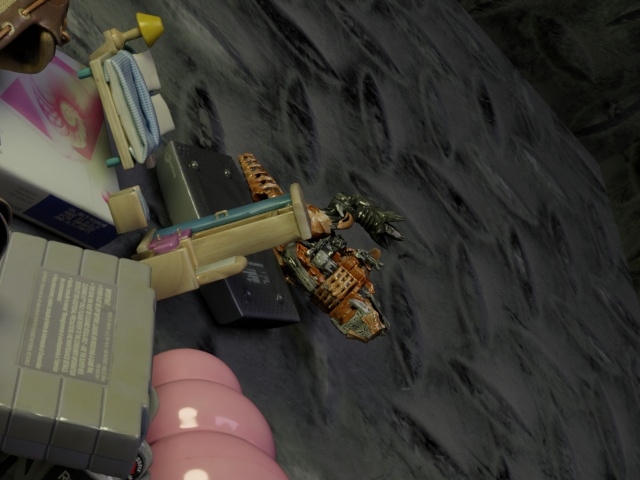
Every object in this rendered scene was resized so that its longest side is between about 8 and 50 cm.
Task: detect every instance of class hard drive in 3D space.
[{"bbox_3d":[-0.125,-0.001,2.162,0.172,0.054,0.255,11,53,-62],"label":"hard drive"}]

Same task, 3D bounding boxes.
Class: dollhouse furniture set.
[{"bbox_3d":[-0.148,-0.120,1.896,0.286,0.198,0.303,-96,169,-81],"label":"dollhouse furniture set"}]

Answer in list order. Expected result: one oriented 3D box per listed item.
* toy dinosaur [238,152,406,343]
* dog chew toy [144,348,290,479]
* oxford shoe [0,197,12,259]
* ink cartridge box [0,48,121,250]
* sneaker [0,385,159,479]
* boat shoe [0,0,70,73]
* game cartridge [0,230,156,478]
[{"bbox_3d":[0.000,0.000,2.292,0.218,0.164,0.322,-2,70,-60],"label":"toy dinosaur"},{"bbox_3d":[-0.130,0.237,1.680,0.206,0.206,0.332,44,19,-34],"label":"dog chew toy"},{"bbox_3d":[-0.346,-0.006,1.473,0.132,0.130,0.364,7,14,-13],"label":"oxford shoe"},{"bbox_3d":[-0.366,-0.182,1.864,0.324,0.071,0.330,28,39,-51],"label":"ink cartridge box"},{"bbox_3d":[-0.228,0.224,1.477,0.122,0.146,0.330,53,24,-22],"label":"sneaker"},{"bbox_3d":[-0.333,-0.232,1.769,0.123,0.123,0.342,62,27,-8],"label":"boat shoe"},{"bbox_3d":[-0.266,0.091,1.516,0.230,0.068,0.355,18,21,-11],"label":"game cartridge"}]
